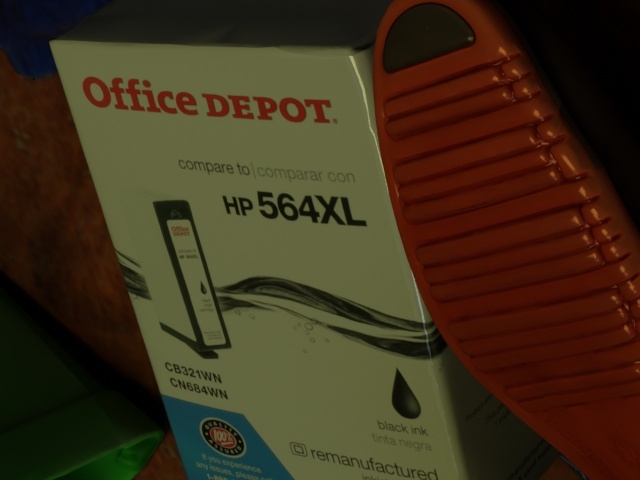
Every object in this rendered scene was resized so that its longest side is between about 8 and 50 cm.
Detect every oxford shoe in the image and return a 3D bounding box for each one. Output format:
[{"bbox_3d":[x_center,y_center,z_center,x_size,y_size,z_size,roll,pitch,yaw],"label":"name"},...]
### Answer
[{"bbox_3d":[0.111,0.023,0.559,0.097,0.098,0.271,-8,118,55],"label":"oxford shoe"}]

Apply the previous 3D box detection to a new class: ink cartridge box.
[{"bbox_3d":[0.000,0.000,0.646,0.148,0.086,0.203,6,123,38],"label":"ink cartridge box"}]

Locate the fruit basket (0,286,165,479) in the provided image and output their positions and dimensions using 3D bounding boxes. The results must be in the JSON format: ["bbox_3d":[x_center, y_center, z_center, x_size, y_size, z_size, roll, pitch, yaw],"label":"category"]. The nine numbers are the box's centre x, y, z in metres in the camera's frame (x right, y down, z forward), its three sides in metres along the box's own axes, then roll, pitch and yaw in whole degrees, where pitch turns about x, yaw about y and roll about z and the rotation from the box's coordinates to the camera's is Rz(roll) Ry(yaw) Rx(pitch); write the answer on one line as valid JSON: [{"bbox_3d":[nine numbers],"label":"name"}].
[{"bbox_3d":[-0.249,0.223,0.816,0.392,0.392,0.283,46,138,4],"label":"fruit basket"}]
